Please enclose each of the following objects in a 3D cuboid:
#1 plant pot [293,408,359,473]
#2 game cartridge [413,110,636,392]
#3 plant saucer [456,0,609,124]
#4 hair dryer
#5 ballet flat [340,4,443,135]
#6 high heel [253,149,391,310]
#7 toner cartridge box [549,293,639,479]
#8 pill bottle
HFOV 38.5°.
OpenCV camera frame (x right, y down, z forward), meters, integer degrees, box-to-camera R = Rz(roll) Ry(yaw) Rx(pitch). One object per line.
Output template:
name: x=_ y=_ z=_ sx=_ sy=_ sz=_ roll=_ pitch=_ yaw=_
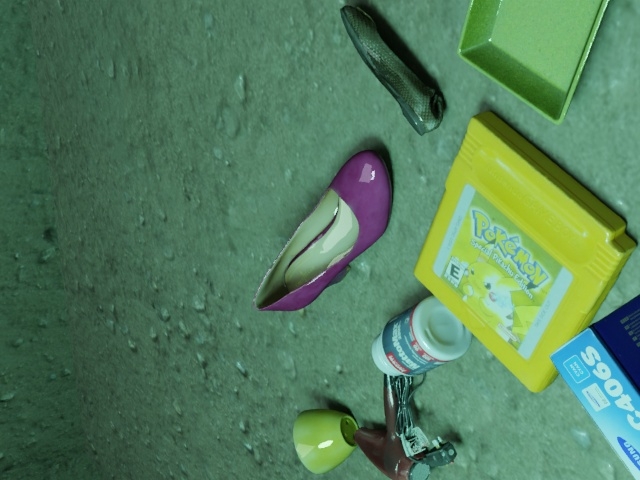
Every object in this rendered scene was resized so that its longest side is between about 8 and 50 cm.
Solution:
plant pot: x=0.023 y=0.400 z=1.874 sx=0.095 sy=0.134 sz=0.134 roll=-25 pitch=89 yaw=31
game cartridge: x=0.274 y=0.022 z=1.311 sx=0.285 sy=0.052 sz=0.324 roll=46 pitch=144 yaw=28
plant saucer: x=0.268 y=-0.270 z=1.132 sx=0.188 sy=0.045 sz=0.188 roll=44 pitch=142 yaw=31
hair dryer: x=0.150 y=0.345 z=1.711 sx=0.293 sy=0.080 sz=0.224 roll=-47 pitch=55 yaw=50
ballet flat: x=0.108 y=-0.263 z=1.371 sx=0.250 sy=0.058 sz=0.084 roll=57 pitch=-177 yaw=23
high heel: x=0.000 y=0.000 z=1.573 sx=0.127 sy=0.181 sz=0.377 roll=49 pitch=144 yaw=25
toner cartridge box: x=0.400 y=0.094 z=0.894 sx=0.165 sy=0.348 sz=0.075 roll=56 pitch=148 yaw=16
pill bottle: x=0.161 y=0.166 z=1.518 sx=0.108 sy=0.108 sz=0.180 roll=61 pitch=148 yaw=8
